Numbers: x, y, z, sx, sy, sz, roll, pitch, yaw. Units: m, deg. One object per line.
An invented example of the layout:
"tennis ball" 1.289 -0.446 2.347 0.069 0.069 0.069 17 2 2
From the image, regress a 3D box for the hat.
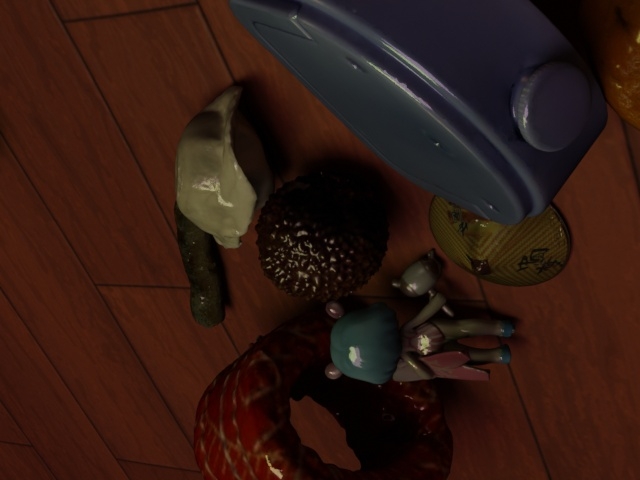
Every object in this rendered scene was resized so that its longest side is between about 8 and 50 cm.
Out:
"hat" 0.215 0.012 1.435 0.193 0.082 0.193 17 137 17

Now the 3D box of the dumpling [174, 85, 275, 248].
"dumpling" -0.128 -0.085 1.513 0.132 0.162 0.250 -3 133 -16

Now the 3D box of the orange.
"orange" 0.371 -0.211 1.032 0.249 0.183 0.249 12 147 8

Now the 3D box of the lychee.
"lychee" 0.000 0.000 1.482 0.188 0.188 0.188 18 138 18

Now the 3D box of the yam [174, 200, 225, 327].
"yam" -0.187 0.031 1.737 0.061 0.061 0.252 15 136 21

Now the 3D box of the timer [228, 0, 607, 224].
"timer" 0.122 -0.178 1.117 0.395 0.173 0.395 38 175 4

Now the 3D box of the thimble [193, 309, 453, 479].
"thimble" 0.002 0.275 1.651 0.350 0.350 0.230 39 138 -7

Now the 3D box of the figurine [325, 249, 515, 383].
"figurine" 0.137 0.120 1.534 0.260 0.103 0.205 2 108 -3
